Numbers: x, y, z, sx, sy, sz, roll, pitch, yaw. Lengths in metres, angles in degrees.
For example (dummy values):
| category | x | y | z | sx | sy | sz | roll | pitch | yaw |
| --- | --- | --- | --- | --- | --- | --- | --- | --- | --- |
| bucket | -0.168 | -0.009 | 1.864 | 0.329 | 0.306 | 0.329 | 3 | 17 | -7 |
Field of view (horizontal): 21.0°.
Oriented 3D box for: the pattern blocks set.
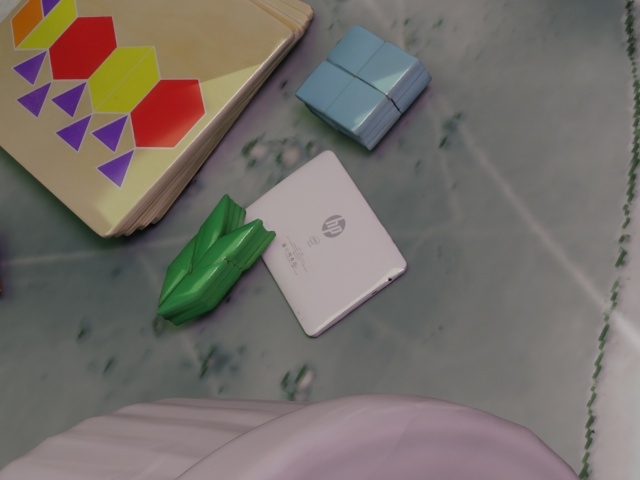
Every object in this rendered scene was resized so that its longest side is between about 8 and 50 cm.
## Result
| category | x | y | z | sx | sy | sz | roll | pitch | yaw |
| --- | --- | --- | --- | --- | --- | --- | --- | --- | --- |
| pattern blocks set | -0.104 | -0.089 | 0.876 | 0.285 | 0.026 | 0.325 | -42 | 50 | 1 |

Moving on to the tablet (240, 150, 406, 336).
| category | x | y | z | sx | sy | sz | roll | pitch | yaw |
| --- | --- | --- | --- | --- | --- | --- | --- | --- | --- |
| tablet | 0.000 | 0.000 | 0.777 | 0.054 | 0.006 | 0.083 | -36 | 51 | 5 |

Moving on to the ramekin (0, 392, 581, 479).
| category | x | y | z | sx | sy | sz | roll | pitch | yaw |
| --- | --- | --- | --- | --- | --- | --- | --- | --- | --- |
| ramekin | -0.029 | 0.172 | 0.532 | 0.127 | 0.273 | 0.272 | 11 | 68 | 46 |
